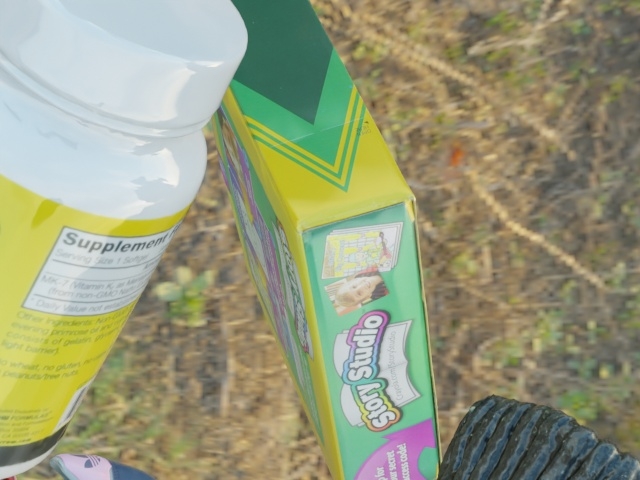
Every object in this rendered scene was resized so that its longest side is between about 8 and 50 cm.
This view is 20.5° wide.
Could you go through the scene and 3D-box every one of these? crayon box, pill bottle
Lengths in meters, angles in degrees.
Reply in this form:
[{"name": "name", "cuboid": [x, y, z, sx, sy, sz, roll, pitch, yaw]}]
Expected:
[{"name": "crayon box", "cuboid": [0.000, 0.000, 1.552, 0.106, 0.313, 0.363, -19, 137, -8]}, {"name": "pill bottle", "cuboid": [-0.117, -0.016, 0.696, 0.119, 0.119, 0.208, 18, 120, -23]}]

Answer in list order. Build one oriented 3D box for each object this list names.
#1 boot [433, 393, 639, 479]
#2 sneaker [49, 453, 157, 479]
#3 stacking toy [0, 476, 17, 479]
[{"name": "boot", "cuboid": [0.041, 0.212, 1.211, 0.260, 0.348, 0.131, -61, 149, -15]}, {"name": "sneaker", "cuboid": [-0.226, 0.308, 1.342, 0.131, 0.112, 0.319, 36, 75, -26]}, {"name": "stacking toy", "cuboid": [-0.364, 0.331, 1.565, 0.130, 0.279, 0.309, -6, 73, 12]}]
